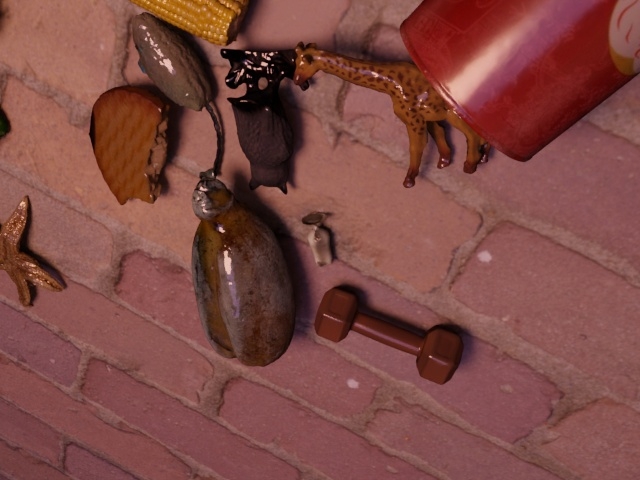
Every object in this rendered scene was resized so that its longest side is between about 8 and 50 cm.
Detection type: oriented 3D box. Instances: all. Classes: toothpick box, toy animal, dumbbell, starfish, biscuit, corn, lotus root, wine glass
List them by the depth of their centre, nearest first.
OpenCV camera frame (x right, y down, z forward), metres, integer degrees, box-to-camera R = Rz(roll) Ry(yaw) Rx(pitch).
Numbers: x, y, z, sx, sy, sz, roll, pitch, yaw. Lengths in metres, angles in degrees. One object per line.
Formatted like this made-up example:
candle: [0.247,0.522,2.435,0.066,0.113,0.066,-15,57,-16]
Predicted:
toothpick box: [0.259,-0.254,0.486,0.204,0.204,0.333,43,122,-8]
toy animal: [0.098,-0.166,0.651,0.275,0.054,0.149,36,130,-23]
corn: [-0.205,-0.328,0.676,0.248,0.081,0.081,29,124,2]
toy animal: [-0.071,-0.147,0.716,0.121,0.117,0.210,3,118,10]
toy animal: [-0.185,-0.200,0.763,0.079,0.070,0.253,25,147,47]
biscuit: [-0.280,-0.142,0.815,0.228,0.031,0.176,-13,113,41]
wine glass: [0.000,0.000,0.821,0.042,0.039,0.083,-8,119,13]
lotus root: [-0.121,0.048,0.839,0.158,0.140,0.322,14,120,41]
dumbbell: [0.106,0.147,0.843,0.231,0.092,0.082,20,153,7]
starfish: [-0.609,0.024,1.050,0.235,0.062,0.277,26,128,10]

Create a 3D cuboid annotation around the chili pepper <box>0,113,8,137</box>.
chili pepper: [-0.631,-0.250,0.875,0.253,0.083,0.099,43,133,-4]
